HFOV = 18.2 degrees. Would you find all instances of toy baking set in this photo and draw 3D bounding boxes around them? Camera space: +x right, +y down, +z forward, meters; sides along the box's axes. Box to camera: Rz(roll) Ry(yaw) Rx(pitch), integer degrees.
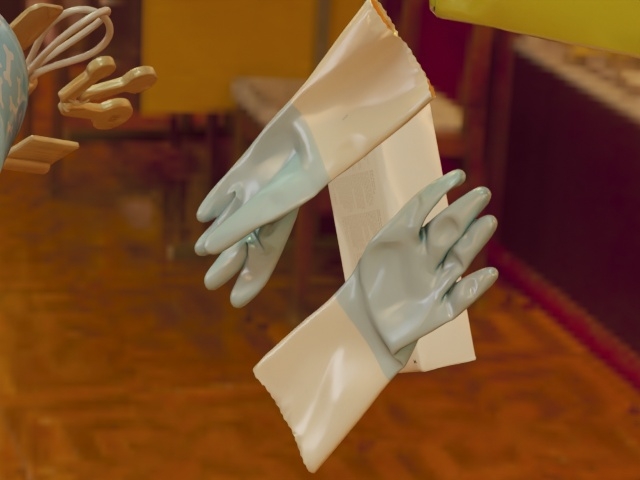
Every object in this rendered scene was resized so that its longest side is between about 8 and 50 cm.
[{"bbox_3d":[-0.239,-0.120,1.596,0.197,0.030,0.256,-27,-21,4],"label":"toy baking set"}]

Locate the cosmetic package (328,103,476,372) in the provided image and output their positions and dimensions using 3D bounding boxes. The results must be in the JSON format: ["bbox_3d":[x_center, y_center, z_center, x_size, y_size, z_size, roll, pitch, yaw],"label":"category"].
[{"bbox_3d":[0.062,-0.011,1.651,0.060,0.239,0.099,-10,0,-28],"label":"cosmetic package"}]

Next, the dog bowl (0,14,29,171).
[{"bbox_3d":[-0.308,-0.099,1.138,0.297,0.166,0.074,27,24,-24],"label":"dog bowl"}]

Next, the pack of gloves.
[{"bbox_3d":[0.000,0.000,1.213,0.046,0.232,0.195,-2,53,-44],"label":"pack of gloves"}]

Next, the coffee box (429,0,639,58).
[{"bbox_3d":[0.262,-0.269,0.849,0.338,0.338,0.334,17,31,42],"label":"coffee box"}]
